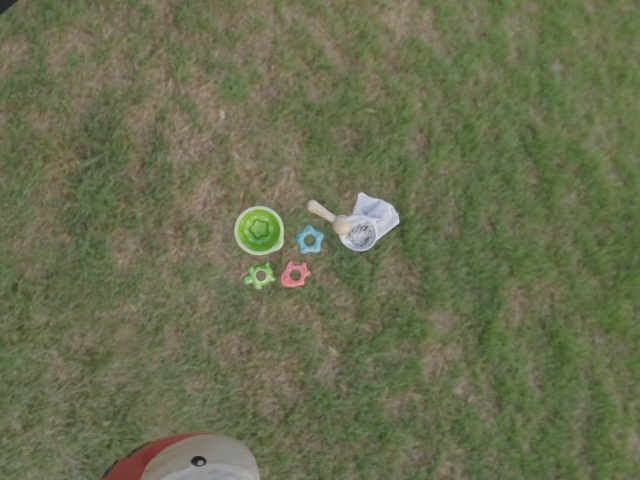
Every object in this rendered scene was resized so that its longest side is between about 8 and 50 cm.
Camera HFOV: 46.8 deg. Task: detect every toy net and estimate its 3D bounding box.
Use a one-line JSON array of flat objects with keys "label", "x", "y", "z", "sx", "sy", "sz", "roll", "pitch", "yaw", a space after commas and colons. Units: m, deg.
[{"label": "toy net", "x": 0.000, "y": 0.000, "z": 1.032, "sx": 0.232, "sy": 0.045, "sz": 0.122, "roll": -9, "pitch": 94, "yaw": -3}]

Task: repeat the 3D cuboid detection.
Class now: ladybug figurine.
[{"label": "ladybug figurine", "x": -0.259, "y": 0.429, "z": 1.106, "sx": 0.162, "sy": 0.449, "sz": 0.305, "roll": 33, "pitch": 44, "yaw": -20}]

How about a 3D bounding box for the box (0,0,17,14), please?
[{"label": "box", "x": -0.249, "y": -0.196, "z": 0.408, "sx": 0.180, "sy": 0.077, "sz": 0.147, "roll": 28, "pitch": 59, "yaw": 8}]
